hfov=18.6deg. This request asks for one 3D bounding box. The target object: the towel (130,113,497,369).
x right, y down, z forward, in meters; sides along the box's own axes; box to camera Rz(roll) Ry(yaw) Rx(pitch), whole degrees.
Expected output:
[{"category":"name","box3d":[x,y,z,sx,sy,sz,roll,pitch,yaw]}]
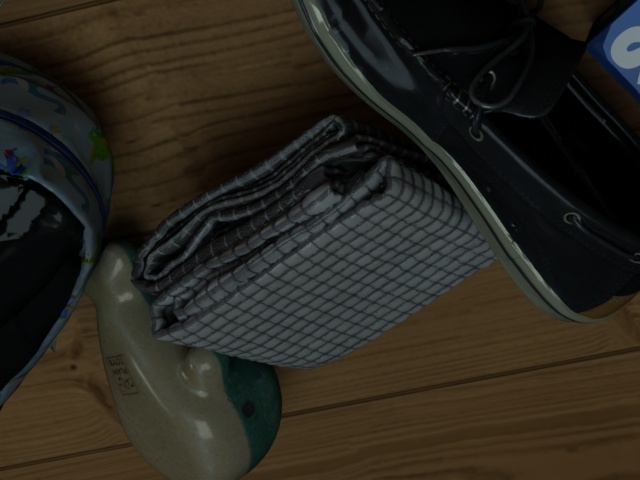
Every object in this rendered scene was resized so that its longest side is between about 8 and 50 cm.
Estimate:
[{"category":"towel","box3d":[0.000,0.000,1.797,0.283,0.121,0.235,-35,149,24]}]

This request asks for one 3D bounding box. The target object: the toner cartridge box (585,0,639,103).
[{"category":"toner cartridge box","box3d":[0.407,-0.231,1.670,0.165,0.075,0.348,43,117,-7]}]

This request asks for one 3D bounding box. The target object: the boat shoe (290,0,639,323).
[{"category":"boat shoe","box3d":[0.146,-0.143,1.673,0.156,0.187,0.500,-25,110,43]}]

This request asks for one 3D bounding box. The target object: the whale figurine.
[{"category":"whale figurine","box3d":[-0.138,0.111,1.939,0.216,0.141,0.272,-16,104,59]}]

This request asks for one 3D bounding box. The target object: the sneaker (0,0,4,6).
[{"category":"sneaker","box3d":[-0.301,-0.327,1.646,0.114,0.152,0.305,-3,121,9]}]

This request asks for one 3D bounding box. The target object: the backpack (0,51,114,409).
[{"category":"backpack","box3d":[-0.343,-0.005,1.822,0.290,0.273,0.355,31,142,-12]}]
